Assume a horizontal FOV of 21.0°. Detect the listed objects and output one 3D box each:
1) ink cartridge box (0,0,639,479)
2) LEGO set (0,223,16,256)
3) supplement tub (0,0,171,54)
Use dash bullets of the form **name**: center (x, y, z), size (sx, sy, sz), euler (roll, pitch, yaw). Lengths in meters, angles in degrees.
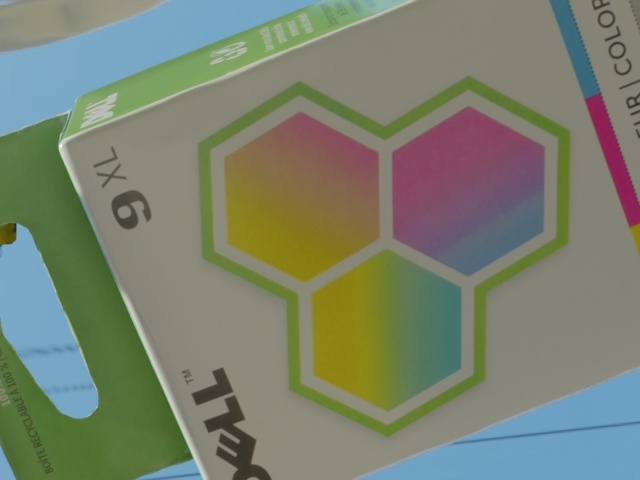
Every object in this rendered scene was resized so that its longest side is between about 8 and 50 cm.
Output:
- **ink cartridge box**: center (0.000, 0.000, 0.442), size (0.209, 0.062, 0.109), euler (-21, -75, 2)
- **LEGO set**: center (-0.257, -0.010, 0.452), size (0.255, 0.331, 0.192), euler (3, -98, 17)
- **supplement tub**: center (-0.151, -0.256, 0.704), size (0.228, 0.228, 0.316), euler (-22, -60, -12)
